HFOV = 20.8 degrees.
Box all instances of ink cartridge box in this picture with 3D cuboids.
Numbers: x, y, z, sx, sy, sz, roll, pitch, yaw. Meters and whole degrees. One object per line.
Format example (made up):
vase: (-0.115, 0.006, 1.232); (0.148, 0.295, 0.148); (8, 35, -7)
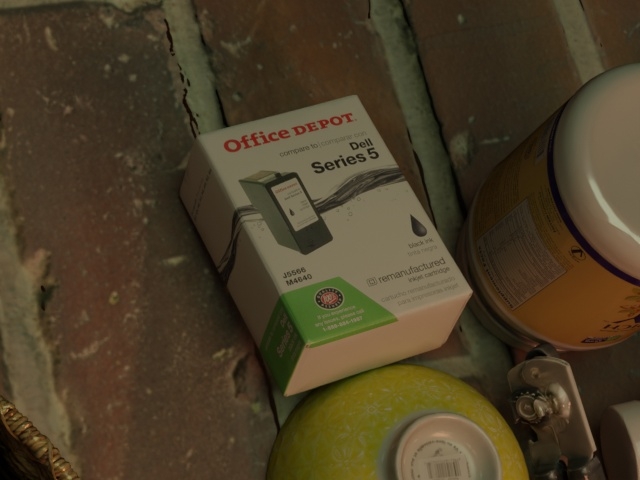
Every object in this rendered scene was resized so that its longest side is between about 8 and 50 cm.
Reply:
ink cartridge box: (0.000, 0.000, 1.817); (0.198, 0.114, 0.273); (-16, 62, -25)

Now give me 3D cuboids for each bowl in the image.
bowl: (0.103, 0.249, 1.772); (0.290, 0.156, 0.289); (7, 68, -18)

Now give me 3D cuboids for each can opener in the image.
can opener: (0.276, 0.248, 1.849); (0.095, 0.076, 0.283); (-30, 103, -57)

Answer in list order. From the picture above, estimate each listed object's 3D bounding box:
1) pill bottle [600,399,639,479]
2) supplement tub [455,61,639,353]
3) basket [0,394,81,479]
pill bottle: (0.452, 0.212, 1.903); (0.272, 0.152, 0.152); (-9, 73, -10)
supplement tub: (0.298, -0.020, 1.844); (0.241, 0.331, 0.241); (7, 68, -17)
basket: (-0.297, 0.318, 1.565); (0.213, 0.223, 0.299); (-39, 88, -27)
